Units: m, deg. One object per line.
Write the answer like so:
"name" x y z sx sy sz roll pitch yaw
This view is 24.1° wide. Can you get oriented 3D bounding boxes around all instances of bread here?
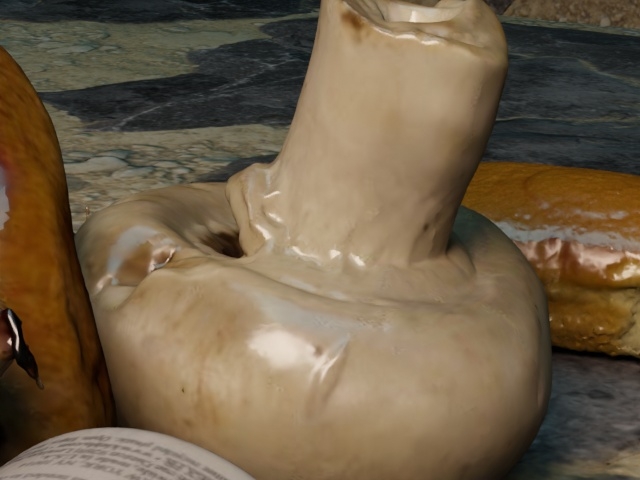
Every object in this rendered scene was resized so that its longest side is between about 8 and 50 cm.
"bread" 0.194 0.012 1.111 0.245 0.121 0.174 10 18 17

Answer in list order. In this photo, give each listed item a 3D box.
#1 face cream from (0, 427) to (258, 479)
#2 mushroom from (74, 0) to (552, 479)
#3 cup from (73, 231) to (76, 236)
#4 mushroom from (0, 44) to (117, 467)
"face cream" -0.086 0.165 0.481 0.177 0.177 0.153 11 19 24
"mushroom" 0.000 0.000 0.835 0.292 0.290 0.292 7 19 -2
"cup" -0.201 0.035 1.074 0.100 0.078 0.077 41 21 6
"mushroom" -0.242 0.034 0.676 0.345 0.345 0.259 6 -19 12
